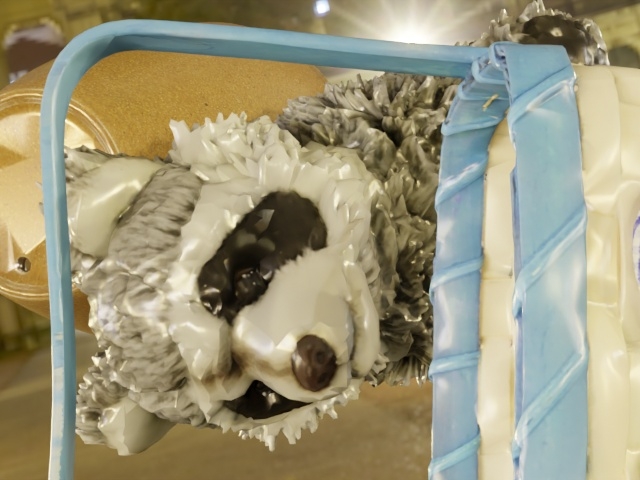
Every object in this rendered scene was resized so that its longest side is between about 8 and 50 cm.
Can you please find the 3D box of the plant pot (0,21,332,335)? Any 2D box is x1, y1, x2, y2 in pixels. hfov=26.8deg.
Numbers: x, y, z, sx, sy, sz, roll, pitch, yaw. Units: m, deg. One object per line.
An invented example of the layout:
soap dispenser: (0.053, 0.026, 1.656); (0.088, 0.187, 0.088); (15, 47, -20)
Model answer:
plant pot: (-0.118, -0.031, 0.853); (0.237, 0.237, 0.254); (-14, 0, 17)

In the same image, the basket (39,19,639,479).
basket: (0.049, 0.047, 0.456); (0.289, 0.255, 0.201); (-2, -7, 2)

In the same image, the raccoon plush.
raccoon plush: (0.000, 0.000, 0.800); (0.299, 0.216, 0.446); (-10, 3, -5)
